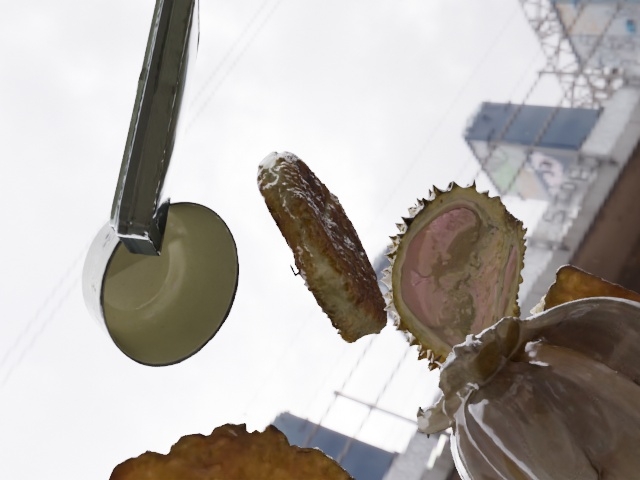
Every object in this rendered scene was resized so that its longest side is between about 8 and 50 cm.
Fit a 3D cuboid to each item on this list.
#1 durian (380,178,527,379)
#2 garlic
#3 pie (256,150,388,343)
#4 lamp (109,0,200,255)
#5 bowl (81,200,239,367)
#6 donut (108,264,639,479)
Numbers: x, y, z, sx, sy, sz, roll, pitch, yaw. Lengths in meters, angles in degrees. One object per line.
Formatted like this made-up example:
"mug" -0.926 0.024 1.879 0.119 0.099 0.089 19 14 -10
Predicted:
"durian" 0.158 0.051 1.290 0.183 0.138 0.250 5 -91 -2
"garlic" 0.149 0.111 0.514 0.127 0.194 0.131 -19 -40 -36
"pie" 0.000 0.000 1.565 0.092 0.315 0.315 -29 -53 8
"lamp" -0.164 -0.122 1.109 0.047 0.269 0.267 12 -96 -5
"bowl" -0.241 0.047 1.510 0.237 0.126 0.238 -18 -63 -41
"donut" 0.091 0.241 0.677 0.435 0.378 0.163 -17 -39 0
